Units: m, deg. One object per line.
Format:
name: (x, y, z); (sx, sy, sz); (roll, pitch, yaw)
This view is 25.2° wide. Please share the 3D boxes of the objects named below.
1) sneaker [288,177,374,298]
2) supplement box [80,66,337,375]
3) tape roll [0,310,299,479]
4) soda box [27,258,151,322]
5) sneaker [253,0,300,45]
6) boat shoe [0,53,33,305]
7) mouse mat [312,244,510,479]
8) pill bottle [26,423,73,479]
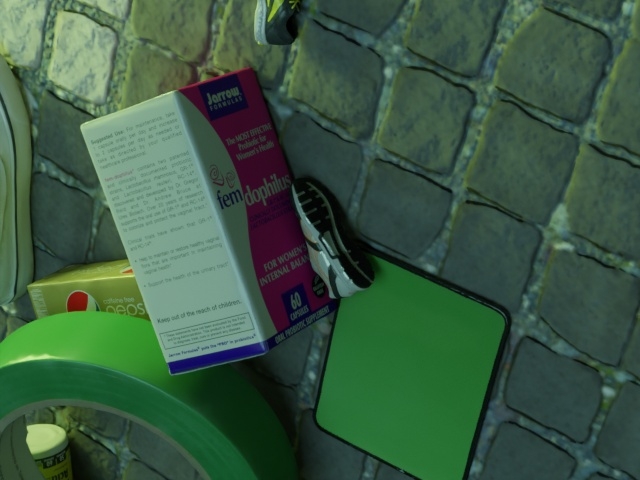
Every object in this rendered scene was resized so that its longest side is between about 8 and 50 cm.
sneaker: (0.000, 0.000, 1.171); (0.044, 0.040, 0.109); (-39, 75, 47)
supplement box: (-0.090, -0.017, 1.179); (0.114, 0.111, 0.220); (-16, 97, 36)
tape roll: (-0.182, 0.215, 1.295); (0.321, 0.077, 0.321); (9, 124, 14)
soda box: (-0.176, 0.051, 1.295); (0.181, 0.061, 0.058); (-5, 105, 34)
sneaker: (-0.032, -0.193, 1.130); (0.035, 0.031, 0.083); (10, 118, 15)
boat shoe: (-0.333, -0.057, 1.339); (0.096, 0.088, 0.267); (15, 116, 28)
mouse mat: (0.071, 0.110, 1.192); (0.153, 0.007, 0.189); (25, 121, 23)
pill bottle: (-0.280, 0.249, 1.438); (0.065, 0.065, 0.116); (9, 113, 30)
